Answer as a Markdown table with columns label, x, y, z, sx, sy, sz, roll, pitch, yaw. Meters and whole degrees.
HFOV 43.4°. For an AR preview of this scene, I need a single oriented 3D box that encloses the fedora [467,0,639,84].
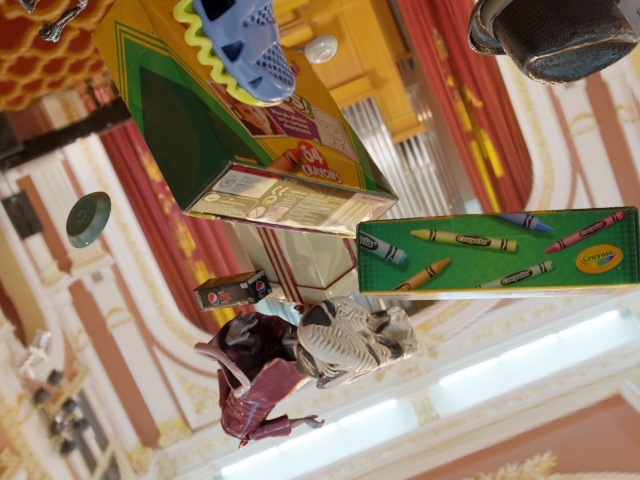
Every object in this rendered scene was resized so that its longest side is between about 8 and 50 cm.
| label | x | y | z | sx | sy | sz | roll | pitch | yaw |
| --- | --- | --- | --- | --- | --- | --- | --- | --- | --- |
| fedora | 0.423 | -0.362 | 1.358 | 0.334 | 0.153 | 0.334 | -16 | 160 | -6 |

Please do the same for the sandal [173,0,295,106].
| label | x | y | z | sx | sy | sz | roll | pitch | yaw |
| --- | --- | --- | --- | --- | --- | --- | --- | --- | --- |
| sandal | -0.090 | -0.283 | 0.794 | 0.138 | 0.317 | 0.126 | -19 | -154 | 12 |

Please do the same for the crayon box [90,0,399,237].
| label | x | y | z | sx | sy | sz | roll | pitch | yaw |
| --- | --- | --- | --- | --- | --- | --- | --- | --- | --- |
| crayon box | -0.092 | -0.166 | 1.111 | 0.106 | 0.313 | 0.363 | -42 | 153 | 26 |

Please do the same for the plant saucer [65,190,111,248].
| label | x | y | z | sx | sy | sz | roll | pitch | yaw |
| --- | --- | --- | --- | --- | --- | --- | --- | --- | --- |
| plant saucer | -0.440 | -0.043 | 1.507 | 0.119 | 0.021 | 0.119 | -19 | -125 | 30 |

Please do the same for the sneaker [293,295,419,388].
| label | x | y | z | sx | sy | sz | roll | pitch | yaw |
| --- | --- | --- | --- | --- | --- | --- | --- | --- | --- |
| sneaker | 0.008 | 0.140 | 1.020 | 0.153 | 0.094 | 0.235 | -31 | 165 | 26 |

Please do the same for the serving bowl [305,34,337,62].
| label | x | y | z | sx | sy | sz | roll | pitch | yaw |
| --- | --- | --- | --- | --- | --- | --- | --- | --- | --- |
| serving bowl | 0.006 | -0.449 | 1.908 | 0.083 | 0.027 | 0.083 | -24 | 157 | -11 |

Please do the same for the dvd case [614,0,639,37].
| label | x | y | z | sx | sy | sz | roll | pitch | yaw |
| --- | --- | --- | --- | --- | --- | --- | --- | --- | --- |
| dvd case | 0.318 | -0.133 | 0.573 | 0.022 | 0.253 | 0.180 | -23 | 163 | -11 |

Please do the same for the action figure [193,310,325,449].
| label | x | y | z | sx | sy | sz | roll | pitch | yaw |
| --- | --- | --- | --- | --- | --- | --- | --- | --- | --- |
| action figure | -0.131 | 0.330 | 1.677 | 0.275 | 0.248 | 0.370 | -34 | 152 | -51 |

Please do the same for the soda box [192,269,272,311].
| label | x | y | z | sx | sy | sz | roll | pitch | yaw |
| --- | --- | --- | --- | --- | --- | --- | --- | --- | --- |
| soda box | -0.184 | 0.105 | 1.673 | 0.169 | 0.053 | 0.060 | -10 | -162 | 39 |

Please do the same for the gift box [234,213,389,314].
| label | x | y | z | sx | sy | sz | roll | pitch | yaw |
| --- | --- | --- | --- | --- | --- | --- | --- | --- | --- |
| gift box | 0.000 | 0.000 | 1.621 | 0.255 | 0.258 | 0.276 | -34 | -155 | -29 |

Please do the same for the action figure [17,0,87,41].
| label | x | y | z | sx | sy | sz | roll | pitch | yaw |
| --- | --- | --- | --- | --- | --- | --- | --- | --- | --- |
| action figure | -0.437 | -0.502 | 1.512 | 0.275 | 0.164 | 0.141 | -32 | -143 | 13 |

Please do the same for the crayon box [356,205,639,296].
| label | x | y | z | sx | sy | sz | roll | pitch | yaw |
| --- | --- | --- | --- | --- | --- | --- | --- | --- | --- |
| crayon box | 0.193 | 0.020 | 0.876 | 0.278 | 0.081 | 0.165 | -3 | 173 | 16 |
